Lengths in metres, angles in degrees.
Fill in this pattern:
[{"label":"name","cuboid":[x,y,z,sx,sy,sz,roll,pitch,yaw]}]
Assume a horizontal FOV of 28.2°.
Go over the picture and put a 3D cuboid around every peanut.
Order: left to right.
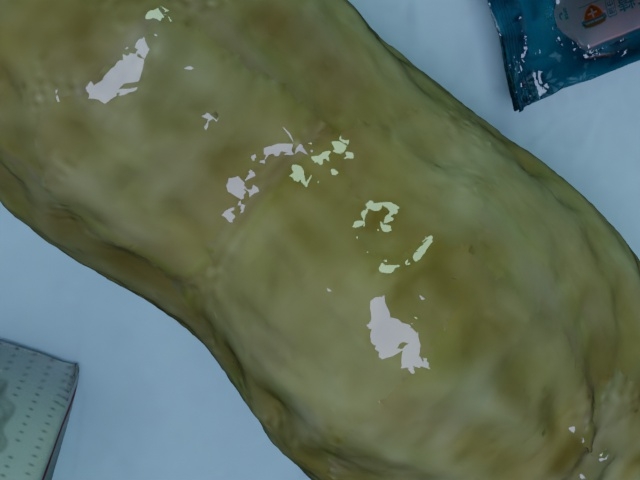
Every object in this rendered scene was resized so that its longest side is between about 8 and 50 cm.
[{"label":"peanut","cuboid":[0.000,0.000,0.547,0.387,0.192,0.169,38,112,-13]}]

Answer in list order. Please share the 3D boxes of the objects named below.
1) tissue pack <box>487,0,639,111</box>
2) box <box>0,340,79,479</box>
[{"label":"tissue pack","cuboid":[0.144,-0.123,0.601,0.138,0.028,0.085,-19,111,-1]},{"label":"box","cuboid":[-0.208,0.232,0.600,0.095,0.210,0.330,15,106,-7]}]
